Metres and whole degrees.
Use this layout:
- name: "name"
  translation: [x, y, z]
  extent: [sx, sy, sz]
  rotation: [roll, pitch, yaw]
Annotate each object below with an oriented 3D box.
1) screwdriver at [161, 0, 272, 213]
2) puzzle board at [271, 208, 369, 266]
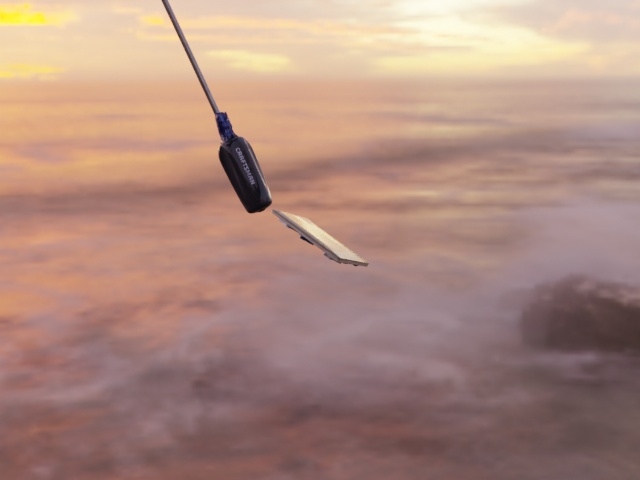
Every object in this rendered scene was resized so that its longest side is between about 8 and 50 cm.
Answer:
- name: "screwdriver"
  translation: [-0.071, -0.098, 0.816]
  extent: [0.025, 0.170, 0.024]
  rotation: [-20, -1, 15]
- name: "puzzle board"
  translation: [0.000, 0.000, 1.414]
  extent: [0.096, 0.011, 0.128]
  rotation: [36, 6, 16]
